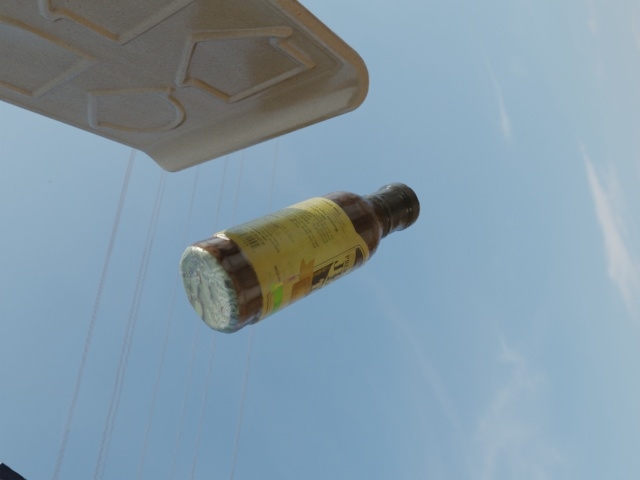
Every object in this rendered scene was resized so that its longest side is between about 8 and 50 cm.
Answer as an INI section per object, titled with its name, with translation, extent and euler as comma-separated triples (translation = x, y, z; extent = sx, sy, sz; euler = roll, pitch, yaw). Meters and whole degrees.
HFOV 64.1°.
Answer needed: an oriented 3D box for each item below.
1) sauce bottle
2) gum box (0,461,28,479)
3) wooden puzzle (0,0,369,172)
[sauce bottle]
translation = 0.000, 0.000, 0.642
extent = 0.345, 0.111, 0.111
euler = -24, -83, -38
[gum box]
translation = -0.218, 0.271, 0.333
extent = 0.157, 0.041, 0.184
euler = 37, -146, -5
[wooden puzzle]
translation = -0.175, -0.185, 0.453
extent = 0.348, 0.322, 0.080
euler = 23, -118, -50
